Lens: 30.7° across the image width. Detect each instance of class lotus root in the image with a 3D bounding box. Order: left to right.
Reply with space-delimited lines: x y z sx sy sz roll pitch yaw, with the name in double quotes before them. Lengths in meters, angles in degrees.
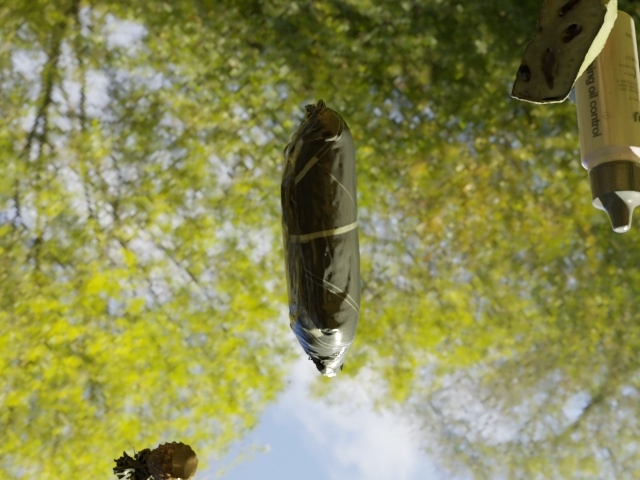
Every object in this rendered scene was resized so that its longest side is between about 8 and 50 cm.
"lotus root" 0.268 -0.219 1.225 0.070 0.143 0.144 24 -147 14

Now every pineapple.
"pineapple" -0.263 0.352 1.829 0.074 0.159 0.074 15 -110 -45

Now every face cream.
"face cream" 0.394 -0.158 1.581 0.092 0.092 0.311 22 -119 -48

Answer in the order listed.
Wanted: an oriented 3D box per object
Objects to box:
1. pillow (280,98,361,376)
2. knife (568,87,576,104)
"pillow" 0.000 0.000 1.410 0.161 0.093 0.335 -114 22 -86
"knife" 0.470 -0.153 1.759 0.298 0.017 0.047 41 160 27
